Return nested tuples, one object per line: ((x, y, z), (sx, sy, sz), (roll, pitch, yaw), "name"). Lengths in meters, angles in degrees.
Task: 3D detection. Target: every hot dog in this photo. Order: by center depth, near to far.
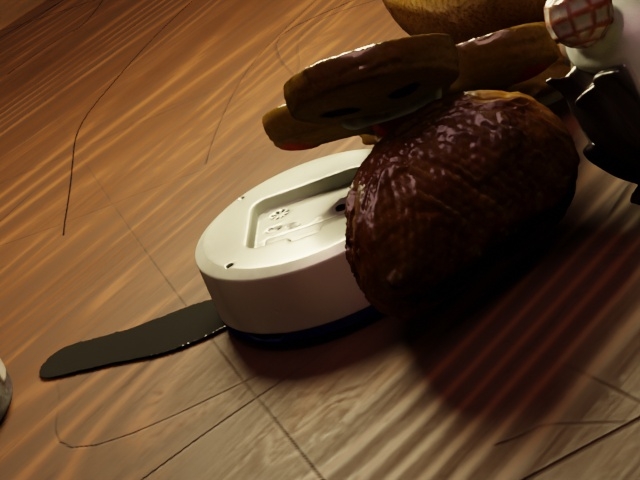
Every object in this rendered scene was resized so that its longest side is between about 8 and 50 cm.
((0.110, -0.028, 1.195), (0.227, 0.160, 0.099), (-31, 29, -25), "hot dog")

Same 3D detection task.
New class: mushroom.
((0.206, -0.325, 1.694), (0.278, 0.163, 0.297), (-20, 24, 31), "mushroom")

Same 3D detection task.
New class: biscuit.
((0.091, -0.127, 1.331), (0.283, 0.064, 0.432), (-17, -3, 18), "biscuit")

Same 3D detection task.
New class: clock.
((0.000, 0.000, 1.330), (0.230, 0.083, 0.230), (-20, 26, 10), "clock")

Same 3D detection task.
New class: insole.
((-0.173, 0.096, 1.395), (0.232, 0.003, 0.080), (-17, 25, 17), "insole")

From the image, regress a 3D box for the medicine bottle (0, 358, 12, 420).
((-0.418, 0.075, 1.341), (0.165, 0.273, 0.165), (-21, 24, 10), "medicine bottle")

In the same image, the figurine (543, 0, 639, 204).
((0.276, -0.206, 1.205), (0.167, 0.369, 0.281), (-13, -5, 32), "figurine")
